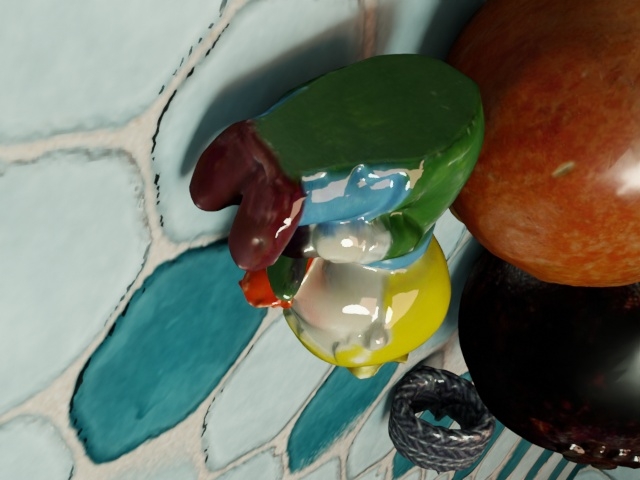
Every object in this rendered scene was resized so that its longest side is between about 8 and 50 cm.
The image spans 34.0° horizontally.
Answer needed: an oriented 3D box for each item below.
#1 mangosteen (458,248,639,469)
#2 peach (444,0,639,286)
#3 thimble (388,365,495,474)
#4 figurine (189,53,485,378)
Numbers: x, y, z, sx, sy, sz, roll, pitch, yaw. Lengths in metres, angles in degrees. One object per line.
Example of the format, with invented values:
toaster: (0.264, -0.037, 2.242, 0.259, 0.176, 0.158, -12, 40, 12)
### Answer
mangosteen: (0.274, 0.067, 1.028, 0.297, 0.313, 0.297, -9, 141, -7)
peach: (0.175, -0.077, 0.710, 0.256, 0.232, 0.232, -19, -171, 47)
thimble: (0.122, 0.185, 1.077, 0.095, 0.104, 0.066, -35, 151, -35)
figurine: (0.006, 0.012, 0.623, 0.185, 0.127, 0.234, -31, 157, -35)
